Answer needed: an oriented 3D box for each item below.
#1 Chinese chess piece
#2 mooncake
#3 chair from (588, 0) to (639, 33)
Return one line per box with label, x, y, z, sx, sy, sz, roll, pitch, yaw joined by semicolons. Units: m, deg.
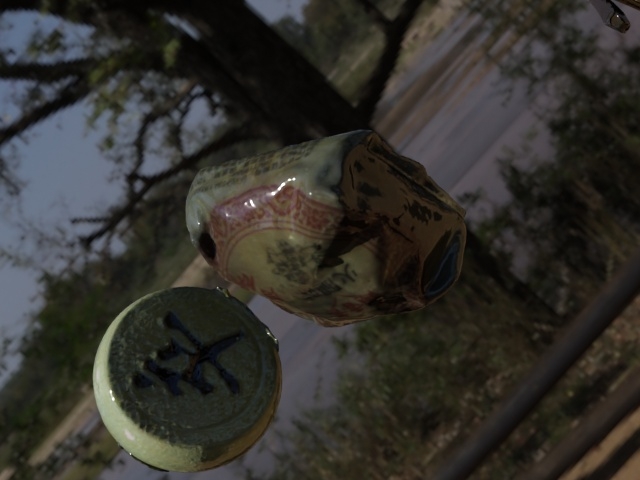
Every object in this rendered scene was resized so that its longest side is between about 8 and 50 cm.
Chinese chess piece;-0.131;0.136;1.176;0.188;0.188;0.083;-51;-5;-33
mooncake;0.000;0.000;0.651;0.125;0.130;0.073;-19;49;35
chair;0.246;-0.288;0.979;0.160;0.186;0.319;-56;43;25
